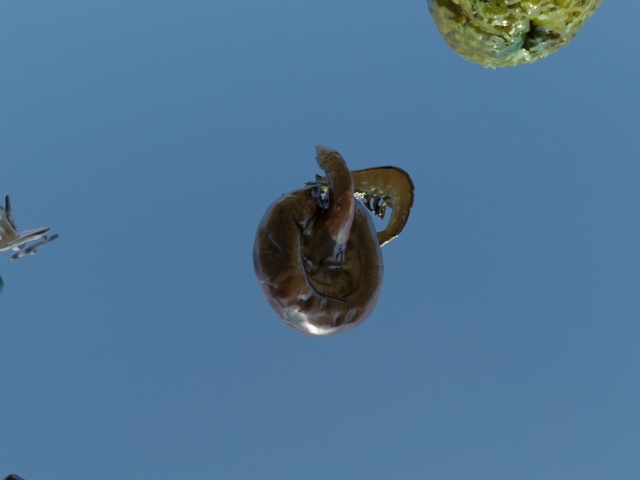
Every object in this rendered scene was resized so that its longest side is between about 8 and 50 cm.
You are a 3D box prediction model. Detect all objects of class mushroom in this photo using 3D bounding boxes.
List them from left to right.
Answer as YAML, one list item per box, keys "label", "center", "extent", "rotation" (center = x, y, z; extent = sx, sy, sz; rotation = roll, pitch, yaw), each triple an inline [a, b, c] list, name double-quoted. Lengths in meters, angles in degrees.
- label: "mushroom"
  center: [-0.001, -0.001, 0.741]
  extent: [0.080, 0.135, 0.170]
  rotation: [9, -85, 45]

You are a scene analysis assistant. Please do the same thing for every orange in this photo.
- label: "orange"
  center: [0.327, -0.407, 1.343]
  extent: [0.301, 0.300, 0.223]
  rotation: [-5, -118, -12]

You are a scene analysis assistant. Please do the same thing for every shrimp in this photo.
- label: "shrimp"
  center: [0.050, -0.043, 1.137]
  extent: [0.178, 0.034, 0.124]
  rotation: [-1, -102, 30]

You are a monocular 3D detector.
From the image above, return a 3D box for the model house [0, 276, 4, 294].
- label: "model house"
  center: [-0.641, 0.123, 1.104]
  extent: [0.295, 0.251, 0.329]
  rotation: [9, -126, 34]

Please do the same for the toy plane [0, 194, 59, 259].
- label: "toy plane"
  center: [-0.370, -0.031, 0.676]
  extent: [0.273, 0.107, 0.182]
  rotation: [9, -158, 36]

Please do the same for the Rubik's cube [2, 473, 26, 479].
- label: "Rubik's cube"
  center: [-0.082, 0.147, 0.250]
  extent: [0.092, 0.092, 0.092]
  rotation: [20, -133, 24]
